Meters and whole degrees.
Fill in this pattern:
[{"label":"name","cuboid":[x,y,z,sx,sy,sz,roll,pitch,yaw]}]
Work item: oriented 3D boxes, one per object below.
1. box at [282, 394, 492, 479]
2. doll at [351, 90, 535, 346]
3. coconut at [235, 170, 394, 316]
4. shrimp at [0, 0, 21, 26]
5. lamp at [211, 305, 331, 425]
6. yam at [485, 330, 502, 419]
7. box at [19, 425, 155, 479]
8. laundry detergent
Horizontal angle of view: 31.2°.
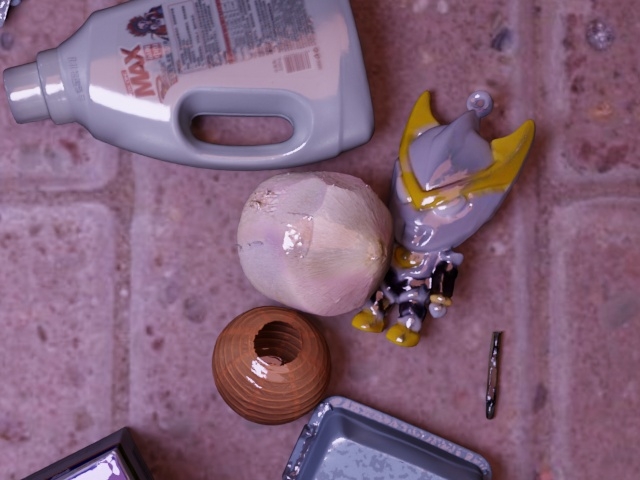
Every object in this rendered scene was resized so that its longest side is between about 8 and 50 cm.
[{"label":"box","cuboid":[0.073,0.288,1.284,0.227,0.130,0.162,24,97,-3]},{"label":"doll","cuboid":[0.128,-0.033,1.345,0.103,0.145,0.316,24,87,-37]},{"label":"coconut","cuboid":[0.000,0.000,1.271,0.171,0.183,0.170,-4,96,-37]},{"label":"shrimp","cuboid":[-0.386,-0.401,1.305,0.062,0.164,0.316,1,90,37]},{"label":"lamp","cuboid":[-0.055,0.141,1.286,0.136,0.136,0.136,1,84,-7]},{"label":"yam","cuboid":[0.207,0.161,1.372,0.014,0.014,0.107,7,84,-6]},{"label":"box","cuboid":[-0.268,0.288,1.157,0.200,0.299,0.106,-27,88,-9]},{"label":"laundry detergent","cuboid":[-0.155,-0.189,1.315,0.398,0.125,0.263,-13,86,-7]}]
